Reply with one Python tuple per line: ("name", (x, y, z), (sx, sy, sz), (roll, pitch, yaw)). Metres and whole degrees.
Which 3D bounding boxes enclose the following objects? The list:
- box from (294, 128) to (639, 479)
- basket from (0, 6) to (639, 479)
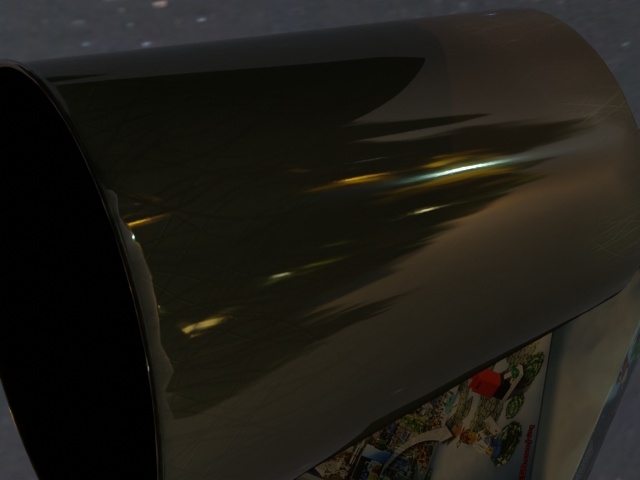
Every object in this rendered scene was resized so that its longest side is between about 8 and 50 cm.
("box", (0.070, 0.038, 0.905), (0.159, 0.044, 0.233), (20, -111, 18))
("basket", (0.000, 0.000, 0.731), (0.154, 0.227, 0.204), (39, -42, 47))
